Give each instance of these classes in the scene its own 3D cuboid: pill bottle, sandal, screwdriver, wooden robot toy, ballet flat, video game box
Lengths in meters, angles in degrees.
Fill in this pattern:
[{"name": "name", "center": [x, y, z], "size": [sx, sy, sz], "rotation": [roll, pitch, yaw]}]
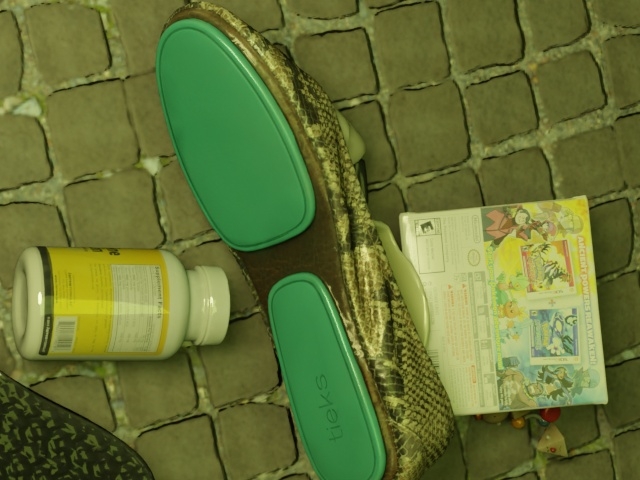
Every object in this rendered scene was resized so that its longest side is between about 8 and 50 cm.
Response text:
[{"name": "pill bottle", "center": [-0.180, 0.058, 1.391], "size": [0.184, 0.103, 0.103], "rotation": [2, 94, -22]}, {"name": "sandal", "center": [-0.343, 0.142, 1.331], "size": [0.446, 0.107, 0.167], "rotation": [43, 74, -19]}, {"name": "screwdriver", "center": [0.039, 0.003, 1.513], "size": [0.024, 0.025, 0.170], "rotation": [-7, 96, -20]}, {"name": "wooden robot toy", "center": [0.190, 0.156, 1.564], "size": [0.079, 0.076, 0.173], "rotation": [-24, 103, -6]}, {"name": "ballet flat", "center": [0.000, 0.000, 1.425], "size": [0.182, 0.164, 0.483], "rotation": [-27, 97, -48]}, {"name": "video game box", "center": [0.178, 0.066, 1.509], "size": [0.187, 0.048, 0.205], "rotation": [-5, 85, 4]}]
